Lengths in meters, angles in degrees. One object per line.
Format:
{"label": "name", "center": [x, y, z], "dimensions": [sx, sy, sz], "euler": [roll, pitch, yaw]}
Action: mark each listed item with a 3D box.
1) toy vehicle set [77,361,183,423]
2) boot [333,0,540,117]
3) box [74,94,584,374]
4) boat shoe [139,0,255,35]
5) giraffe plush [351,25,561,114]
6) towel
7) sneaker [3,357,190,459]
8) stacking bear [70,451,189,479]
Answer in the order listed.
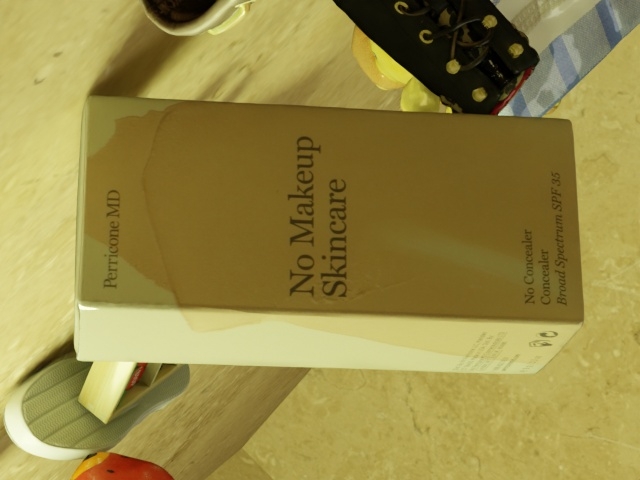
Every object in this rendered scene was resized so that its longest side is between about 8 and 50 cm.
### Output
{"label": "toy vehicle set", "center": [-0.115, 0.028, 1.553], "dimensions": [0.166, 0.035, 0.267], "euler": [-38, 160, -51]}
{"label": "boot", "center": [0.062, -0.164, 1.106], "dimensions": [0.085, 0.178, 0.236], "euler": [-46, 173, -3]}
{"label": "box", "center": [0.000, 0.000, 1.123], "dimensions": [0.311, 0.148, 0.121], "euler": [1, 160, -8]}
{"label": "boat shoe", "center": [-0.038, -0.173, 0.768], "dimensions": [0.097, 0.116, 0.324], "euler": [-47, 179, -12]}
{"label": "giraffe plush", "center": [0.104, -0.169, 1.463], "dimensions": [0.170, 0.181, 0.210], "euler": [-20, 159, -39]}
{"label": "towel", "center": [0.179, -0.235, 1.364], "dimensions": [0.209, 0.034, 0.285], "euler": [-43, 136, -17]}
{"label": "sneaker", "center": [-0.220, 0.157, 1.646], "dimensions": [0.091, 0.094, 0.258], "euler": [-28, 173, 28]}
{"label": "stacking bear", "center": [-0.246, 0.284, 1.570], "dimensions": [0.289, 0.164, 0.175], "euler": [-29, 178, 19]}
